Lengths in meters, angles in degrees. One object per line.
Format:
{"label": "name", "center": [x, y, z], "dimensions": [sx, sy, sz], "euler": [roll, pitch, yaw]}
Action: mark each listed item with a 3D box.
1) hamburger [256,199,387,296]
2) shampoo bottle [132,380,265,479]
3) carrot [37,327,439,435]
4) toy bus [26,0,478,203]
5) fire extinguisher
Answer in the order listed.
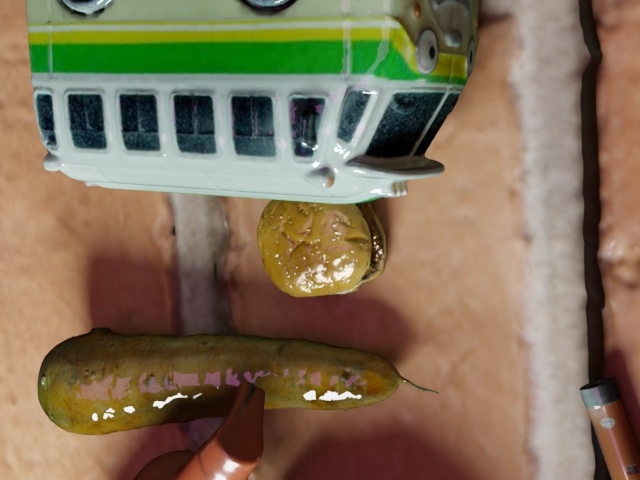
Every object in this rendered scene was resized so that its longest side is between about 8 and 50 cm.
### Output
{"label": "hamburger", "center": [0.000, 0.000, 0.726], "dimensions": [0.083, 0.044, 0.076], "euler": [-18, 88, 31]}
{"label": "shampoo bottle", "center": [-0.103, 0.194, 0.752], "dimensions": [0.085, 0.085, 0.244], "euler": [48, 129, 14]}
{"label": "carrot", "center": [-0.060, 0.096, 0.761], "dimensions": [0.298, 0.078, 0.078], "euler": [-4, 95, 23]}
{"label": "toy bus", "center": [-0.044, -0.108, 0.685], "dimensions": [0.276, 0.134, 0.164], "euler": [6, 99, 29]}
{"label": "fire extinguisher", "center": [0.180, 0.123, 0.659], "dimensions": [0.028, 0.022, 0.083], "euler": [-19, 87, -2]}
